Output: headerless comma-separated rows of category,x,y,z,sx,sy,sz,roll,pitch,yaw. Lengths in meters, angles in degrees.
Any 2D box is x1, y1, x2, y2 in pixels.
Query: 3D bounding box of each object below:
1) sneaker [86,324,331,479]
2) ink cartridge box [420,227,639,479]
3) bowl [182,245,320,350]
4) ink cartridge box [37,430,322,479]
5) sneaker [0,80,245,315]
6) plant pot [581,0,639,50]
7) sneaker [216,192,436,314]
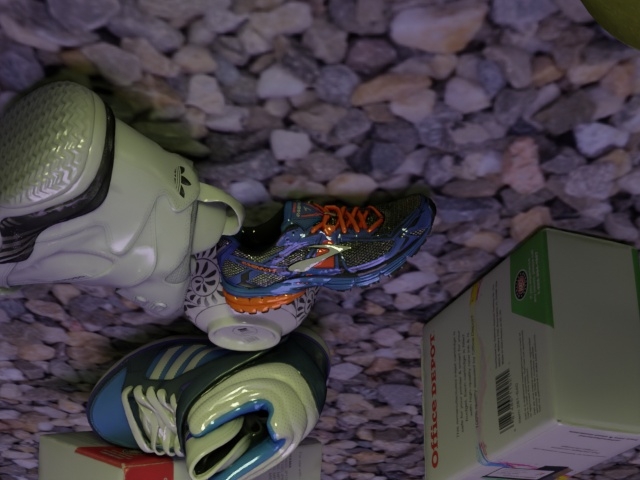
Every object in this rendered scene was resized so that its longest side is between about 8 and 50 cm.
sneaker,-0.149,0.196,1.308,0.323,0.130,0.236,-15,-166,16
ink cartridge box,0.215,0.141,1.233,0.117,0.201,0.278,10,152,-18
bowl,-0.078,0.065,1.228,0.170,0.080,0.170,1,153,1
ink cartridge box,-0.181,0.317,1.533,0.306,0.131,0.226,4,178,-39
sneaker,-0.240,0.006,1.046,0.210,0.137,0.366,26,141,-36
plant pot,0.085,-0.239,0.286,0.293,0.274,0.275,37,138,-27
sneaker,0.000,0.000,1.095,0.221,0.083,0.087,-19,118,11
